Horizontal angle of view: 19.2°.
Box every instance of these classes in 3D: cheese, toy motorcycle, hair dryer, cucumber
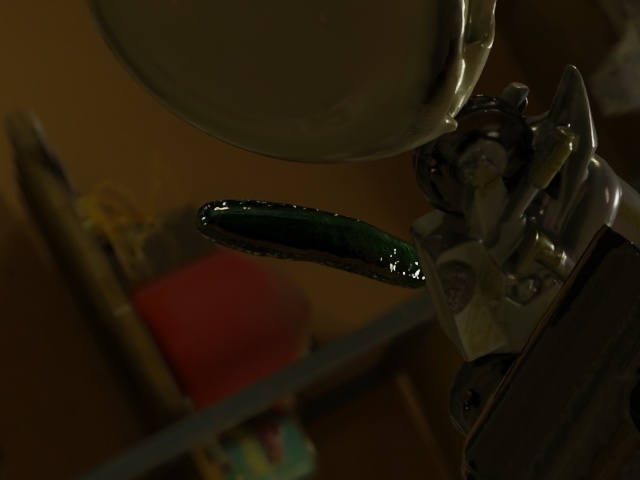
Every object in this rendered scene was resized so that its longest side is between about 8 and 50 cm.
[{"bbox_3d":[-0.062,-0.128,0.804,0.286,0.082,0.163,19,-59,19],"label":"cheese"},{"bbox_3d":[0.129,0.008,1.028,0.073,0.152,0.225,-125,-160,-55],"label":"toy motorcycle"},{"bbox_3d":[0.137,0.090,0.642,0.070,0.114,0.248,28,8,-28],"label":"hair dryer"},{"bbox_3d":[0.000,0.000,1.116,0.033,0.184,0.036,8,-95,55],"label":"cucumber"}]
